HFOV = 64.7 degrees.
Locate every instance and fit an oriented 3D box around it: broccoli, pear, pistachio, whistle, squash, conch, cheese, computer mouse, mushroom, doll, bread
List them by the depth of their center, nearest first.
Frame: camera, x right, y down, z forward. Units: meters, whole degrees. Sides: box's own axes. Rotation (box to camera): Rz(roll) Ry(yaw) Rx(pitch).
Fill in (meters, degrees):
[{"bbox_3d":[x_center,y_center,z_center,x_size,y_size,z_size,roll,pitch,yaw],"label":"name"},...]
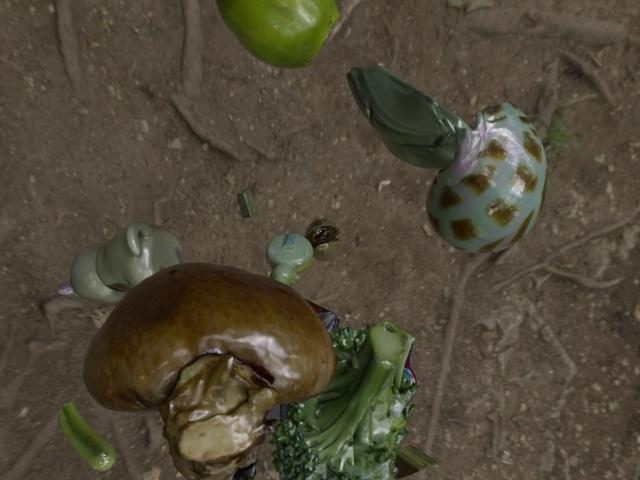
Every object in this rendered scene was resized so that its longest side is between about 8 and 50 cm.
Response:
[{"bbox_3d":[-0.115,0.127,0.557,0.263,0.283,0.195,4,109,-25],"label":"mushroom"},{"bbox_3d":[0.030,0.270,0.882,0.249,0.302,0.375,10,30,29],"label":"broccoli"},{"bbox_3d":[-0.083,-0.417,0.914,0.219,0.187,0.188,30,75,-16],"label":"pear"},{"bbox_3d":[0.320,-0.089,0.950,0.249,0.368,0.197,-47,73,8],"label":"conch"},{"bbox_3d":[-0.075,0.054,1.056,0.104,0.057,0.198,8,39,7],"label":"whistle"},{"bbox_3d":[0.202,-0.280,1.224,0.145,0.228,0.429,-52,52,11],"label":"computer mouse"},{"bbox_3d":[0.266,0.640,1.407,0.074,0.139,0.084,-8,92,-25],"label":"bread"},{"bbox_3d":[-0.580,0.075,1.515,0.226,0.370,0.215,44,36,-33],"label":"doll"},{"bbox_3d":[0.000,0.000,1.530,0.131,0.206,0.130,-22,81,6],"label":"pistachio"},{"bbox_3d":[-0.738,0.623,1.591,0.250,0.083,0.083,40,75,15],"label":"squash"},{"bbox_3d":[0.288,0.488,1.835,0.062,0.155,0.244,28,67,-47],"label":"cheese"}]

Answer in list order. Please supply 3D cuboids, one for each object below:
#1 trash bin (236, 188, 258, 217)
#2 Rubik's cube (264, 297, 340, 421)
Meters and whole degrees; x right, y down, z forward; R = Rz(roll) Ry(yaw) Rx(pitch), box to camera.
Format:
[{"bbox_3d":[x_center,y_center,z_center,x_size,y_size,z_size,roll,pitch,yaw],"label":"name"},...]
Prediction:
[{"bbox_3d":[-0.267,-0.135,1.832,0.043,0.061,0.092,-4,114,21],"label":"trash bin"},{"bbox_3d":[-0.147,0.341,1.502,0.307,0.310,0.305,23,45,18],"label":"Rubik's cube"}]
